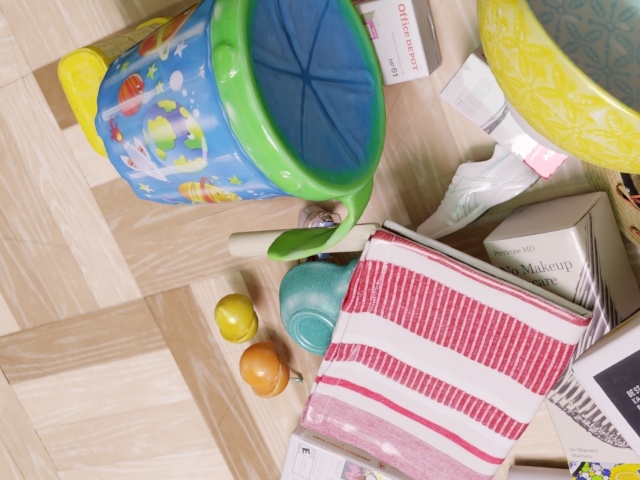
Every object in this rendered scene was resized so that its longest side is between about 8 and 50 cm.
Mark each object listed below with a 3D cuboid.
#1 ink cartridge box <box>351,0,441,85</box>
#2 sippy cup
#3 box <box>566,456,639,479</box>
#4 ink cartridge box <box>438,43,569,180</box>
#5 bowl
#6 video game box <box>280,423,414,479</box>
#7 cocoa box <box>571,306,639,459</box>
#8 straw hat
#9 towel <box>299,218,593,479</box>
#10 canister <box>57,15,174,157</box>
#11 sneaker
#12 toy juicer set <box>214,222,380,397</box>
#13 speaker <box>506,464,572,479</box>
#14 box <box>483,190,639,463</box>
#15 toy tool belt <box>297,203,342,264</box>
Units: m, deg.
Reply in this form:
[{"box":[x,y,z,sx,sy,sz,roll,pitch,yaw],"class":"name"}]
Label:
[{"box":[0.056,-0.208,0.928,0.123,0.052,0.088,-8,109,26],"class":"ink cartridge box"},{"box":[-0.088,-0.134,0.866,0.224,0.240,0.305,-13,80,34],"class":"sippy cup"},{"box":[0.364,0.240,0.983,0.169,0.054,0.059,-11,109,20],"class":"box"},{"box":[0.195,-0.134,0.871,0.135,0.099,0.056,39,123,3],"class":"ink cartridge box"},{"box":[0.244,-0.160,0.758,0.289,0.289,0.156,40,145,3],"class":"bowl"},{"box":[0.033,0.362,1.205,0.187,0.048,0.205,22,120,16],"class":"video game box"},{"box":[0.431,0.078,0.709,0.231,0.228,0.347,54,143,12],"class":"cocoa box"},{"box":[0.325,-0.058,0.867,0.061,0.144,0.144,-32,100,-7],"class":"straw hat"},{"box":[0.120,0.148,0.968,0.237,0.037,0.329,24,131,7],"class":"towel"},{"box":[-0.202,-0.173,0.989,0.073,0.170,0.126,-14,106,29],"class":"canister"},{"box":[0.161,-0.051,0.959,0.152,0.054,0.061,-35,87,26],"class":"sneaker"},{"box":[-0.025,0.075,1.069,0.209,0.089,0.329,15,129,17],"class":"toy juicer set"},{"box":[0.292,0.300,1.056,0.136,0.055,0.055,-1,112,24],"class":"speaker"},{"box":[0.279,0.095,0.932,0.113,0.094,0.275,-12,108,43],"class":"box"},{"box":[0.000,0.000,1.050,0.051,0.052,0.083,18,120,25],"class":"toy tool belt"}]
